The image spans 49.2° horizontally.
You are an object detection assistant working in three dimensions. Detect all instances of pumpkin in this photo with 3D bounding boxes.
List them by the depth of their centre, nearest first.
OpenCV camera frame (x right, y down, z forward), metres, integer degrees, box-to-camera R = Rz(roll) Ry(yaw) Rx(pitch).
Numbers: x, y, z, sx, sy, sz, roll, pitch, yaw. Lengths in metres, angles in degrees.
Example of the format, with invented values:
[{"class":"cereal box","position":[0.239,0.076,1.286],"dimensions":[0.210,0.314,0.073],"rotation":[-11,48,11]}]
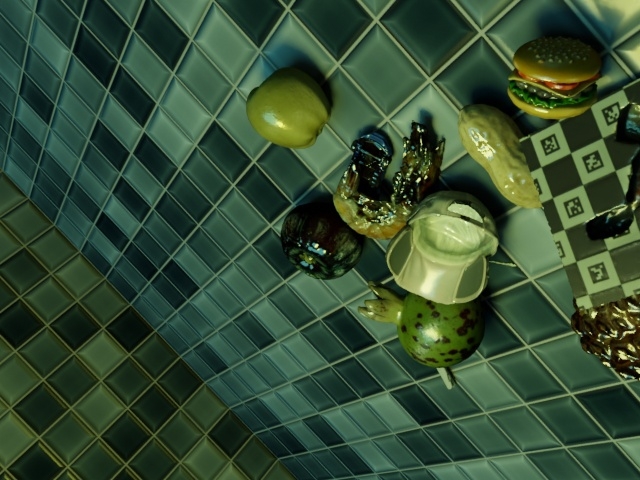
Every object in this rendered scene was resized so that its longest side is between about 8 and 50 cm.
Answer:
[{"class":"pumpkin","position":[0.000,0.000,1.889],"dimensions":[0.233,0.163,0.233],"rotation":[26,148,17]}]

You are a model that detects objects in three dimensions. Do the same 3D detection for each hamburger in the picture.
[{"class":"hamburger","position":[0.404,-0.281,1.203],"dimensions":[0.162,0.162,0.115],"rotation":[23,139,28]}]

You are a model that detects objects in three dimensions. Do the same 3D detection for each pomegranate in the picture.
[{"class":"pomegranate","position":[0.263,0.176,1.721],"dimensions":[0.306,0.242,0.242],"rotation":[34,149,-20]}]

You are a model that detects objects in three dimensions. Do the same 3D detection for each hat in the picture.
[{"class":"hat","position":[0.281,0.017,1.586],"dimensions":[0.232,0.161,0.275],"rotation":[23,112,10]}]

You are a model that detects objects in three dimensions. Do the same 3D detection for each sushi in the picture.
[{"class":"sushi","position":[0.560,-0.093,1.200],"dimensions":[0.359,0.064,0.343],"rotation":[-27,73,42]}]

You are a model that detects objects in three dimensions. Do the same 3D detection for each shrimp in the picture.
[{"class":"shrimp","position":[0.151,-0.131,1.616],"dimensions":[0.233,0.071,0.365],"rotation":[7,138,-1]}]

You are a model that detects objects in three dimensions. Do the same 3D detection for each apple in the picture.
[{"class":"apple","position":[-0.075,-0.310,1.637],"dimensions":[0.200,0.200,0.200],"rotation":[27,141,24]}]

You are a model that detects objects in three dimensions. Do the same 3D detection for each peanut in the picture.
[{"class":"peanut","position":[0.369,-0.168,1.381],"dimensions":[0.256,0.123,0.123],"rotation":[46,145,-4]}]

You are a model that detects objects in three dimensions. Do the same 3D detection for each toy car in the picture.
[{"class":"toy car","position":[0.115,-0.170,1.686],"dimensions":[0.103,0.063,0.216],"rotation":[30,133,14]}]

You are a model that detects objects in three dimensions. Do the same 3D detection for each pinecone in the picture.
[{"class":"pinecone","position":[0.620,0.121,1.302],"dimensions":[0.296,0.242,0.298],"rotation":[111,152,-48]}]

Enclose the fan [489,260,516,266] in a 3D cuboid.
[{"class":"fan","position":[0.338,0.041,1.723],"dimensions":[0.310,0.010,0.182],"rotation":[8,131,41]}]

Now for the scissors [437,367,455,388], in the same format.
[{"class":"scissors","position":[0.325,0.329,2.012],"dimensions":[0.118,0.030,0.242],"rotation":[-9,117,50]}]
